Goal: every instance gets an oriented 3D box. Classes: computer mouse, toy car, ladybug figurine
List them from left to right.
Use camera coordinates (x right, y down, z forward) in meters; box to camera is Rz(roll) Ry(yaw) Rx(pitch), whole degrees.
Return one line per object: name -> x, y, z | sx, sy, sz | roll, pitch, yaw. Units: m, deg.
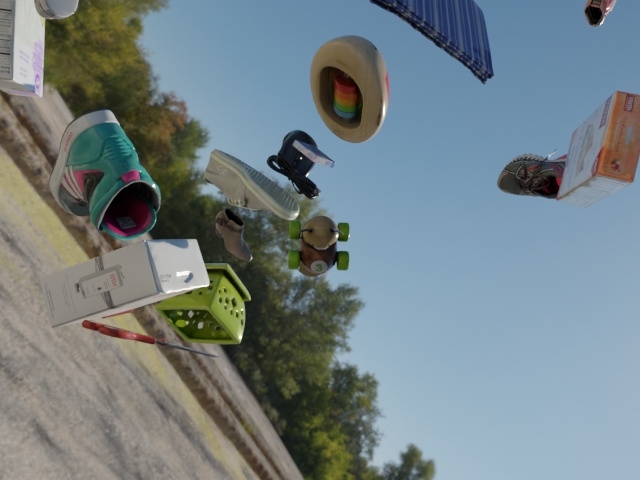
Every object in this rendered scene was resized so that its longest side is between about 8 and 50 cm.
computer mouse -> -0.058, -0.261, 1.685 | 0.188, 0.072, 0.272 | 37, 33, -21
toy car -> 0.000, 0.000, 1.341 | 0.188, 0.155, 0.149 | 109, -18, -79
ladybug figurine -> 0.114, -0.522, 1.892 | 0.305, 0.162, 0.449 | 35, -25, 14

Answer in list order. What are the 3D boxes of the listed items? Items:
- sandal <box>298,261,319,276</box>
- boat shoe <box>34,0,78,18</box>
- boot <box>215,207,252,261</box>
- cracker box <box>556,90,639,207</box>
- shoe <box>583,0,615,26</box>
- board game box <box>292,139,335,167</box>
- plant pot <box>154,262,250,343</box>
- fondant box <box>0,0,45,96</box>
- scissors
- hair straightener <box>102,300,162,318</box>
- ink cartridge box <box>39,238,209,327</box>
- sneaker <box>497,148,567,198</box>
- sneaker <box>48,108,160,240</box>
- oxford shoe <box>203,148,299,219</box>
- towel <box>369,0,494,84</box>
sandal -> 0.002, 0.063, 2.019 | 0.088, 0.079, 0.240 | 43, -34, -9
boat shoe -> -0.530, -0.581, 1.102 | 0.088, 0.096, 0.267 | 11, -80, 38
boot -> -0.183, -0.014, 1.187 | 0.118, 0.042, 0.087 | 41, -40, 1
cracker box -> 0.529, -0.163, 1.040 | 0.067, 0.156, 0.232 | 15, -6, 8
shoe -> 0.720, -0.634, 1.395 | 0.063, 0.081, 0.178 | 26, -16, 30
board game box -> -0.016, -0.232, 1.469 | 0.090, 0.020, 0.090 | 42, 21, 32
plant pot -> -0.380, 0.204, 1.856 | 0.227, 0.207, 0.228 | -2, -40, 24
fondant box -> -0.779, -0.551, 1.386 | 0.238, 0.096, 0.330 | -158, -107, -78
scissors -> -0.361, 0.214, 1.183 | 0.109, 0.021, 0.297 | 2, -16, 44
hair straightener -> -0.516, 0.155, 1.480 | 0.089, 0.230, 0.047 | 18, -72, 30
ink cartridge box -> -0.421, 0.089, 1.202 | 0.207, 0.283, 0.117 | -2, 75, -72
sneaker -> 0.584, -0.168, 1.481 | 0.121, 0.112, 0.299 | 59, -19, -13
sneaker -> -0.367, -0.072, 0.949 | 0.178, 0.124, 0.295 | 57, -35, 7
oxford shoe -> -0.224, -0.152, 1.714 | 0.449, 0.130, 0.169 | 35, 10, 40
towel -> 0.229, -0.488, 1.130 | 0.040, 0.336, 0.243 | -31, -135, 44
